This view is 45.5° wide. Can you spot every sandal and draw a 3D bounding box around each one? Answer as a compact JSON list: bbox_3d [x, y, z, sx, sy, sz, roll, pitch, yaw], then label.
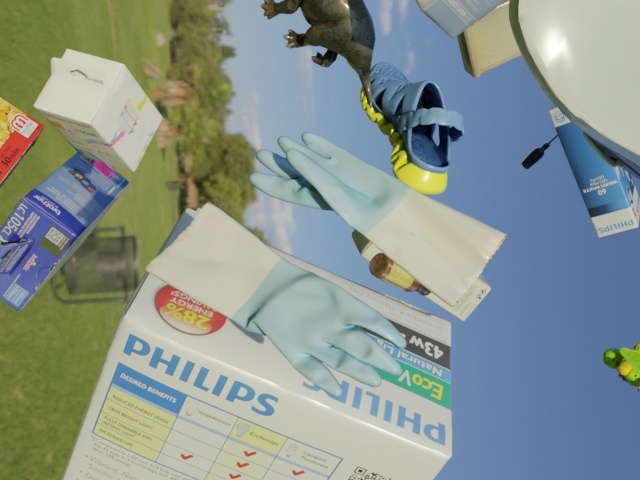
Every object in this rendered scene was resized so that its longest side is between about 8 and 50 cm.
[{"bbox_3d":[0.168,-0.224,1.332,0.138,0.126,0.317,-62,-145,35],"label":"sandal"}]

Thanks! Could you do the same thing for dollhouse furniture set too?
[{"bbox_3d":[0.274,-0.396,1.303,0.242,0.161,0.212,-117,-176,-55],"label":"dollhouse furniture set"}]

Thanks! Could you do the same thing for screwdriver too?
[{"bbox_3d":[0.489,-0.210,1.597,0.025,0.170,0.024,47,4,-46],"label":"screwdriver"}]

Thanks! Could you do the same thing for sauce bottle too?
[{"bbox_3d":[0.127,0.056,1.176,0.042,0.128,0.042,-19,-121,34],"label":"sauce bottle"}]

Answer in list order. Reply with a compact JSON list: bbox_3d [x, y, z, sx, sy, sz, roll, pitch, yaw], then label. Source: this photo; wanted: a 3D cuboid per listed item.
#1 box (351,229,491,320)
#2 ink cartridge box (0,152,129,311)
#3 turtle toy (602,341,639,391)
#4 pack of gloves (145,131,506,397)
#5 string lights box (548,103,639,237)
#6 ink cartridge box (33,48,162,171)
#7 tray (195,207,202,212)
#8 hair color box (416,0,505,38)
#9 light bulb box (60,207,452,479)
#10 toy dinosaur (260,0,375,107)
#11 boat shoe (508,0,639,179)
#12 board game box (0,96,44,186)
[{"bbox_3d":[0.201,0.042,1.530,0.094,0.275,0.113,-52,-158,13],"label":"box"},{"bbox_3d":[-0.628,-0.021,1.758,0.270,0.151,0.395,-46,-166,24],"label":"ink cartridge box"},{"bbox_3d":[0.641,0.259,1.562,0.130,0.095,0.066,35,-35,30],"label":"turtle toy"},{"bbox_3d":[0.000,0.000,0.615,0.232,0.195,0.046,31,-26,24],"label":"pack of gloves"},{"bbox_3d":[0.513,-0.152,1.422,0.260,0.077,0.133,64,32,-12],"label":"string lights box"},{"bbox_3d":[-0.283,-0.168,0.968,0.143,0.092,0.090,61,49,-64],"label":"ink cartridge box"},{"bbox_3d":[-0.277,0.033,1.891,0.270,0.030,0.145,38,-84,38],"label":"tray"},{"bbox_3d":[0.257,-0.440,0.918,0.113,0.374,0.185,12,50,-58],"label":"hair color box"},{"bbox_3d":[-0.081,0.215,0.902,0.225,0.358,0.361,-75,-169,-57],"label":"light bulb box"},{"bbox_3d":[0.015,-0.338,1.147,0.160,0.121,0.313,-3,-68,51],"label":"toy dinosaur"},{"bbox_3d":[0.188,-0.082,0.468,0.078,0.219,0.070,-51,-162,0],"label":"boat shoe"},{"bbox_3d":[-0.393,-0.109,0.735,0.045,0.193,0.147,-36,-153,48],"label":"board game box"}]
